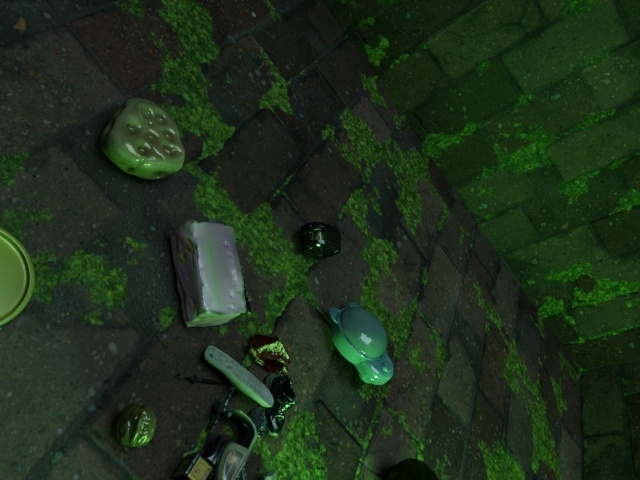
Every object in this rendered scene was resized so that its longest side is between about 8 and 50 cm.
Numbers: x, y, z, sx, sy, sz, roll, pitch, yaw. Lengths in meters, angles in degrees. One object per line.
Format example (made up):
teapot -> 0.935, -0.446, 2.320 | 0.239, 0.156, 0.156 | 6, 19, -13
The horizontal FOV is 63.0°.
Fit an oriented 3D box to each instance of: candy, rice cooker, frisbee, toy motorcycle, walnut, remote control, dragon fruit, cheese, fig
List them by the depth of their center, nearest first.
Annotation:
frisbee -> -0.683, 0.064, 1.015 | 0.236, 0.017, 0.236 | 27, 50, -38
walnut -> -0.393, 0.393, 1.111 | 0.092, 0.092, 0.092 | 27, 50, -38
toy motorcycle -> -0.220, 0.488, 1.251 | 0.157, 0.091, 0.263 | 48, 39, -14
remote control -> -0.212, 0.359, 1.353 | 0.229, 0.044, 0.073 | 40, 12, -10
candy -> -0.294, 0.086, 1.379 | 0.155, 0.115, 0.265 | 4, 66, -48
cheese -> -0.465, -0.259, 1.383 | 0.218, 0.117, 0.235 | 54, 37, -13
dragon fruit -> -0.145, 0.330, 1.456 | 0.063, 0.097, 0.131 | -49, 127, -47
fig -> 0.284, 0.768, 1.563 | 0.245, 0.195, 0.196 | 96, -25, -79
rice cooker -> 0.000, 0.000, 1.780 | 0.165, 0.112, 0.107 | 12, 66, -45

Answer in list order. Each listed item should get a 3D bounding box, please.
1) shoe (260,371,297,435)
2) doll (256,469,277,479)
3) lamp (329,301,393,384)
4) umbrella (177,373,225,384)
shoe -> -0.104, 0.436, 1.408 | 0.071, 0.099, 0.169 | 31, 48, -38
doll -> -0.121, 0.681, 1.250 | 0.183, 0.085, 0.217 | 25, 42, -67
lamp -> 0.141, 0.337, 1.716 | 0.209, 0.147, 0.284 | -6, 74, -53
umbrella -> -0.292, 0.351, 1.303 | 0.148, 0.022, 0.022 | 26, 88, -39
